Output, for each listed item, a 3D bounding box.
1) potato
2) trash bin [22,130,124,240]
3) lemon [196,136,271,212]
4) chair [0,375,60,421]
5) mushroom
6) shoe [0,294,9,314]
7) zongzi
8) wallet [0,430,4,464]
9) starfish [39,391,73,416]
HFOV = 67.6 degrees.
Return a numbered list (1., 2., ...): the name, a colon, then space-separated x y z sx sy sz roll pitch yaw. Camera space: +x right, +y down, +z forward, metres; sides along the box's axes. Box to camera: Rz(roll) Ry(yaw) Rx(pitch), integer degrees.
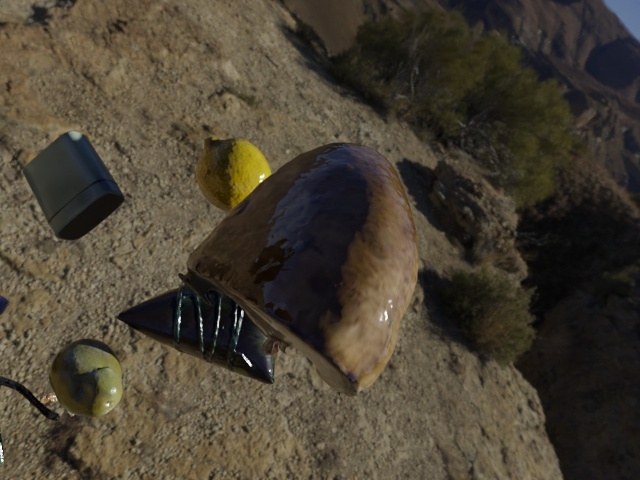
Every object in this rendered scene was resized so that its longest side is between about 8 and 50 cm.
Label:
1. potato: -0.521 0.318 1.089 0.193 0.157 0.157 24 12 37
2. trash bin: -0.385 -0.085 0.744 0.130 0.116 0.059 54 5 17
3. lemon: -0.223 -0.165 1.246 0.244 0.186 0.187 52 25 -30
4. chair: -0.490 0.224 0.618 0.213 0.174 0.149 46 -8 -3
5. mushroom: 0.035 -0.007 0.732 0.397 0.313 0.224 -50 123 -21
6. shoe: -0.881 0.189 1.120 0.138 0.095 0.245 53 54 -18
7. zongzi: -0.294 0.195 1.183 0.362 0.382 0.320 35 56 -75
8. wallet: -0.919 0.484 1.226 0.160 0.055 0.236 -8 84 -39
9. starfish: -0.782 0.470 1.487 0.209 0.053 0.150 7 73 -73
